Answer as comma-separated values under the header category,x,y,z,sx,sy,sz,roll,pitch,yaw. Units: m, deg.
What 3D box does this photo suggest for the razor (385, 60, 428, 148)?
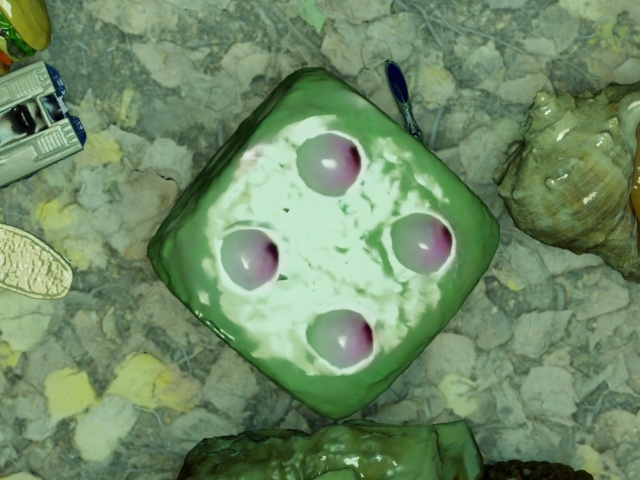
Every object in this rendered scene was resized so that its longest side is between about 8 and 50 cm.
category,x,y,z,sx,sy,sz,roll,pitch,yaw
razor,0.116,-0.161,1.891,0.044,0.028,0.155,-18,95,-2

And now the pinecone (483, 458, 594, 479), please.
category,x,y,z,sx,sy,sz,roll,pitch,yaw
pinecone,0.254,0.418,1.846,0.246,0.246,0.292,9,111,-4

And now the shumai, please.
category,x,y,z,sx,sy,sz,roll,pitch,yaw
shumai,0.047,0.342,1.700,0.348,0.395,0.395,-32,95,20

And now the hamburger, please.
category,x,y,z,sx,sy,sz,roll,pitch,yaw
hamburger,-0.405,-0.285,1.795,0.115,0.162,0.162,-31,95,4

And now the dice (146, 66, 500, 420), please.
category,x,y,z,sx,sy,sz,roll,pitch,yaw
dice,0.000,0.000,1.750,0.330,0.318,0.322,40,90,-5

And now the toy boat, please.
category,x,y,z,sx,sy,sz,roll,pitch,yaw
toy boat,-0.451,-0.114,1.831,0.295,0.088,0.129,-24,94,-2

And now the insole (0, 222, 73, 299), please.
category,x,y,z,sx,sy,sz,roll,pitch,yaw
insole,-0.437,0.009,1.878,0.247,0.011,0.081,21,93,-4

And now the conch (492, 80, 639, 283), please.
category,x,y,z,sx,sy,sz,roll,pitch,yaw
conch,0.375,-0.097,1.832,0.297,0.352,0.210,-37,50,8
